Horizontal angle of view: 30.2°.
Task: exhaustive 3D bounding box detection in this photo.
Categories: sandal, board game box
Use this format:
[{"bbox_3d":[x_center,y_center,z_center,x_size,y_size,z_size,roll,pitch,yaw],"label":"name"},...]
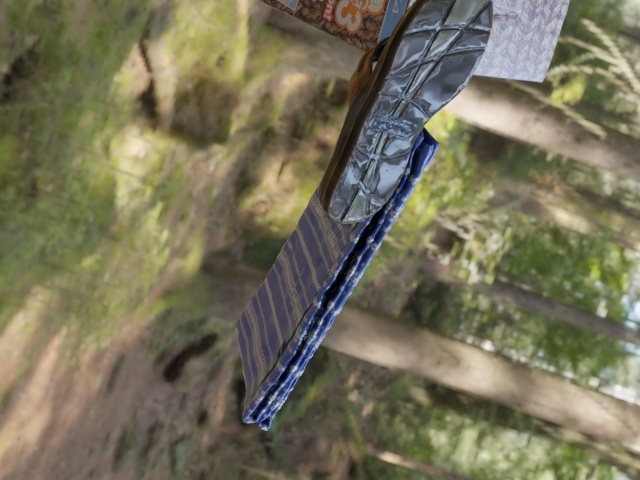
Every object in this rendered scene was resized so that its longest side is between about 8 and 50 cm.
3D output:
[{"bbox_3d":[0.057,-0.116,0.953,0.060,0.090,0.219,44,-67,43],"label":"sandal"},{"bbox_3d":[0.088,-0.291,1.287,0.291,0.232,0.141,35,-63,44],"label":"board game box"}]

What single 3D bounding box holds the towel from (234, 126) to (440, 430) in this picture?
[{"bbox_3d":[0.000,0.000,1.193,0.336,0.040,0.243,-59,-164,14],"label":"towel"}]
